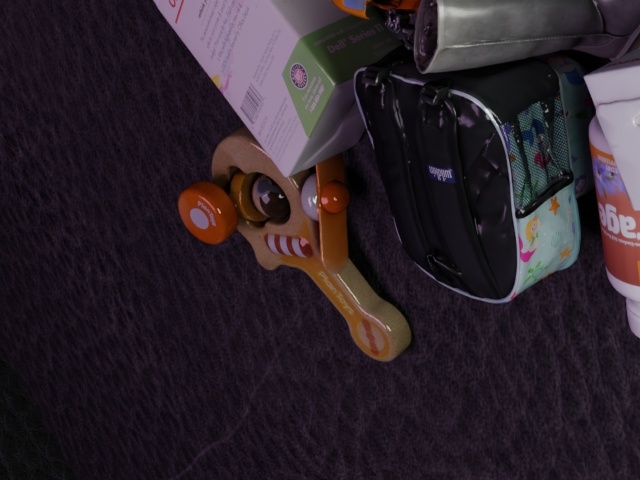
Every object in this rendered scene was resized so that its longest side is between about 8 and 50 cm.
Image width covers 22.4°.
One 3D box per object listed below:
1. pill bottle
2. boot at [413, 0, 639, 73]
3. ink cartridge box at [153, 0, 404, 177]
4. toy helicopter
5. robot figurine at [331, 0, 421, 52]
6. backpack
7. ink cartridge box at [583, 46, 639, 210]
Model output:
[{"bbox_3d":[0.317,-0.018,1.480,0.121,0.121,0.216,22,132,50],"label":"pill bottle"},{"bbox_3d":[0.197,-0.216,1.413,0.189,0.208,0.076,106,163,-49],"label":"boot"},{"bbox_3d":[-0.071,-0.276,1.888,0.353,0.119,0.207,53,149,14],"label":"ink cartridge box"},{"bbox_3d":[0.000,0.000,2.041,0.355,0.140,0.235,51,142,-2],"label":"toy helicopter"},{"bbox_3d":[0.089,-0.291,1.569,0.291,0.085,0.211,28,101,58],"label":"robot figurine"},{"bbox_3d":[0.162,-0.073,1.610,0.225,0.191,0.253,21,129,50],"label":"backpack"},{"bbox_3d":[0.332,-0.116,1.316,0.128,0.176,0.127,-3,111,59],"label":"ink cartridge box"}]
